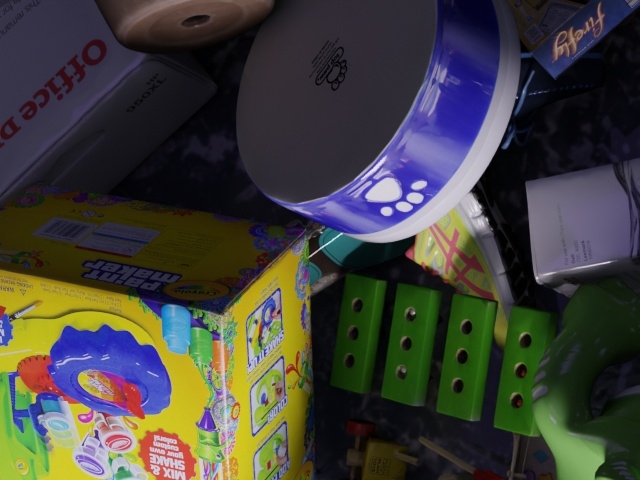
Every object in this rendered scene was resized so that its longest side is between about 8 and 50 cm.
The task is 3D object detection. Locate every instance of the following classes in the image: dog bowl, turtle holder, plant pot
[{"bbox_3d":[0.046,-0.137,1.742,0.265,0.104,0.265,-25,54,41],"label":"dog bowl"},{"bbox_3d":[0.317,0.202,1.635,0.227,0.243,0.320,-37,49,-24],"label":"turtle holder"},{"bbox_3d":[-0.138,-0.300,1.791,0.263,0.263,0.229,-19,77,18],"label":"plant pot"}]

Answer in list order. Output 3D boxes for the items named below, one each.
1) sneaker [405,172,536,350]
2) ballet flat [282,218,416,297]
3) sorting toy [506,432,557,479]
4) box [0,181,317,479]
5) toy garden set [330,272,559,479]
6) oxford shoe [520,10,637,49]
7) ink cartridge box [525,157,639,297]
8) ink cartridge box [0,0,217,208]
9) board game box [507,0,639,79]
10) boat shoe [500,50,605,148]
[{"bbox_3d":[0.129,0.012,1.791,0.094,0.081,0.208,-22,98,20],"label":"sneaker"},{"bbox_3d":[0.000,0.000,1.867,0.241,0.091,0.077,-27,47,12],"label":"ballet flat"},{"bbox_3d":[0.205,0.218,1.772,0.075,0.045,0.083,10,86,16],"label":"sorting toy"},{"bbox_3d":[-0.171,0.124,1.801,0.290,0.177,0.279,10,119,23],"label":"box"},{"bbox_3d":[0.111,0.147,1.771,0.244,0.049,0.204,11,94,44],"label":"toy garden set"},{"bbox_3d":[0.246,-0.218,1.807,0.212,0.076,0.076,-30,112,25],"label":"oxford shoe"},{"bbox_3d":[0.303,-0.018,1.700,0.219,0.160,0.092,-11,77,20],"label":"ink cartridge box"},{"bbox_3d":[-0.338,-0.212,1.983,0.285,0.166,0.395,-42,69,12],"label":"ink cartridge box"},{"bbox_3d":[0.219,-0.267,1.767,0.165,0.042,0.243,-41,36,11],"label":"board game box"},{"bbox_3d":[0.150,-0.121,1.823,0.258,0.109,0.089,-9,84,37],"label":"boat shoe"}]
